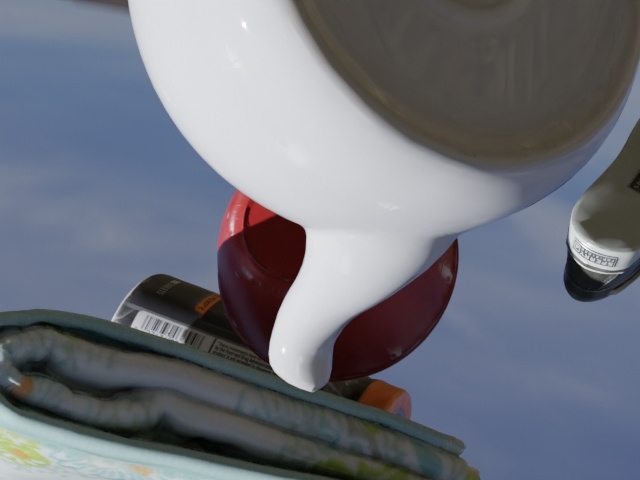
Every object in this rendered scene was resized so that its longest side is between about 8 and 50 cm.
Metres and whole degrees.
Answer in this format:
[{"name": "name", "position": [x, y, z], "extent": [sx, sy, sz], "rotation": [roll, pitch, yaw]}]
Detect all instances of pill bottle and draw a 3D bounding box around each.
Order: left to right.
[{"name": "pill bottle", "position": [-0.051, 0.124, 1.567], "extent": [0.245, 0.130, 0.130], "rotation": [19, -165, 20]}]

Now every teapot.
[{"name": "teapot", "position": [0.007, -0.112, 0.856], "extent": [0.252, 0.256, 0.187], "rotation": [46, 147, -16]}]

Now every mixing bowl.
[{"name": "mixing bowl", "position": [0.000, 0.000, 1.340], "extent": [0.181, 0.181, 0.098], "rotation": [14, 166, 19]}]

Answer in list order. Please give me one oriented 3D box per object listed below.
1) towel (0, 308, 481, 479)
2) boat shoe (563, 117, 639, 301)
[{"name": "towel", "position": [-0.113, 0.167, 1.336], "extent": [0.374, 0.090, 0.320], "rotation": [20, 153, -18]}, {"name": "boat shoe", "position": [0.242, -0.037, 1.382], "extent": [0.078, 0.070, 0.219], "rotation": [35, -127, 21]}]
